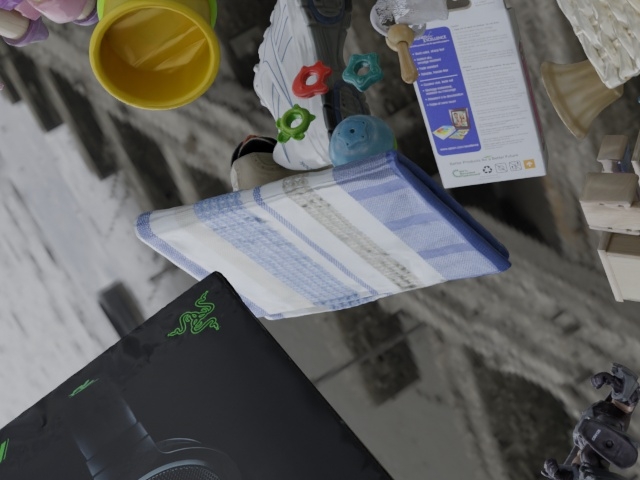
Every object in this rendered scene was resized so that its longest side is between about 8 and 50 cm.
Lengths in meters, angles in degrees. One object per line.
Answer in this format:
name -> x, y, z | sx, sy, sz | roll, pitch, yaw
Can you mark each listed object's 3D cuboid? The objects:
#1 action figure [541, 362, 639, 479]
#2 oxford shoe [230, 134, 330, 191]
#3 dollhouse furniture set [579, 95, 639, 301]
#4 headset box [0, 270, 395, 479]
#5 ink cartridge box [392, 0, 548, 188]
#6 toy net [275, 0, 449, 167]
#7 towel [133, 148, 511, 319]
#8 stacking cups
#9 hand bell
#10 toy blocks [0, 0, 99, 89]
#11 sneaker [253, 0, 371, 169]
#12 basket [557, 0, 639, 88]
action figure -> 0.355, 0.252, 1.662 | 0.099, 0.185, 0.285 | 21, -171, 5
oxford shoe -> -0.049, -0.089, 1.711 | 0.130, 0.123, 0.348 | 62, -175, -8
dollhouse furniture set -> 0.522, -0.089, 1.817 | 0.198, 0.303, 0.286 | 6, 149, 29
headset box -> -0.084, 0.183, 0.794 | 0.283, 0.246, 0.131 | 46, 170, 51
ink cartridge box -> 0.240, -0.253, 2.063 | 0.175, 0.069, 0.371 | -7, 128, 19
toy net -> 0.052, -0.176, 1.309 | 0.122, 0.232, 0.045 | 21, 165, 27
towel -> 0.000, 0.000, 1.149 | 0.285, 0.034, 0.209 | -14, 146, 34
stacking cups -> -0.128, -0.228, 1.051 | 0.316, 0.096, 0.096 | -96, -8, -51
hand bell -> 0.446, -0.254, 1.834 | 0.126, 0.242, 0.126 | 42, -148, -34
toy blocks -> -0.390, -0.292, 1.472 | 0.260, 0.288, 0.309 | 16, -140, -57
sneaker -> -0.030, -0.223, 1.545 | 0.129, 0.111, 0.297 | -15, 76, 38
basket -> 0.368, -0.366, 1.244 | 0.331, 0.266, 0.328 | 63, 163, 0
